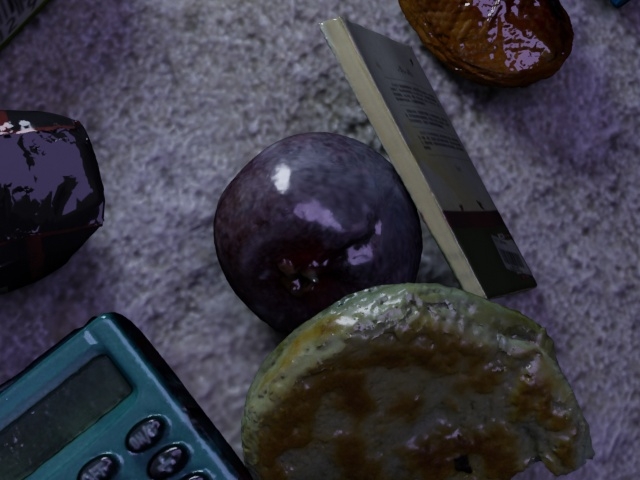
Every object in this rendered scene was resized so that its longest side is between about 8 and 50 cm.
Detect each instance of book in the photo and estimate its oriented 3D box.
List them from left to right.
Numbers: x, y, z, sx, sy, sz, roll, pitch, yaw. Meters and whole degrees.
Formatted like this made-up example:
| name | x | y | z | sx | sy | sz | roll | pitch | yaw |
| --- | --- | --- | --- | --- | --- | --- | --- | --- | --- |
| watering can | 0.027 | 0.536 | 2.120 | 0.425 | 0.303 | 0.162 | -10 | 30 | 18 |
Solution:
| name | x | y | z | sx | sy | sz | roll | pitch | yaw |
| --- | --- | --- | --- | --- | --- | --- | --- | --- | --- |
| book | 0.110 | -0.074 | 1.046 | 0.026 | 0.201 | 0.289 | -31 | 78 | 22 |

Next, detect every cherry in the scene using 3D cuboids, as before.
| name | x | y | z | sx | sy | sz | roll | pitch | yaw |
| --- | --- | --- | --- | --- | --- | --- | --- | --- | --- |
| cherry | 0.005 | -0.006 | 0.995 | 0.195 | 0.195 | 0.195 | 4 | 72 | -12 |

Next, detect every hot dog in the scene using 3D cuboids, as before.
| name | x | y | z | sx | sy | sz | roll | pitch | yaw |
| --- | --- | --- | --- | --- | --- | --- | --- | --- | --- |
| hot dog | 0.172 | -0.258 | 1.151 | 0.160 | 0.099 | 0.227 | -24 | 81 | -19 |

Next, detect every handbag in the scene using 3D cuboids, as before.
| name | x | y | z | sx | sy | sz | roll | pitch | yaw |
| --- | --- | --- | --- | --- | --- | --- | --- | --- | --- |
| handbag | -0.298 | -0.028 | 0.933 | 0.215 | 0.169 | 0.155 | -11 | 92 | -17 |

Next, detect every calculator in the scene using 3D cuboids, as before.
| name | x | y | z | sx | sy | sz | roll | pitch | yaw |
| --- | --- | --- | --- | --- | --- | --- | --- | --- | --- |
| calculator | -0.189 | 0.226 | 0.903 | 0.248 | 0.058 | 0.274 | -38 | 86 | -1 |

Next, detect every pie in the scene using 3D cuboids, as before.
| name | x | y | z | sx | sy | sz | roll | pitch | yaw |
| --- | --- | --- | --- | --- | --- | --- | --- | --- | --- |
| pie | 0.078 | 0.170 | 0.944 | 0.302 | 0.067 | 0.303 | -1 | 112 | -2 |

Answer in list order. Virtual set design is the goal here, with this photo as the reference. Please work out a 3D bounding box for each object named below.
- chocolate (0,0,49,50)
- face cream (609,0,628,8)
| name | x | y | z | sx | sy | sz | roll | pitch | yaw |
| --- | --- | --- | --- | --- | --- | --- | --- | --- | --- |
| chocolate | -0.390 | -0.302 | 1.011 | 0.288 | 0.137 | 0.301 | 37 | 68 | 0 |
| face cream | 0.246 | -0.403 | 1.224 | 0.163 | 0.080 | 0.337 | -34 | 83 | -21 |
